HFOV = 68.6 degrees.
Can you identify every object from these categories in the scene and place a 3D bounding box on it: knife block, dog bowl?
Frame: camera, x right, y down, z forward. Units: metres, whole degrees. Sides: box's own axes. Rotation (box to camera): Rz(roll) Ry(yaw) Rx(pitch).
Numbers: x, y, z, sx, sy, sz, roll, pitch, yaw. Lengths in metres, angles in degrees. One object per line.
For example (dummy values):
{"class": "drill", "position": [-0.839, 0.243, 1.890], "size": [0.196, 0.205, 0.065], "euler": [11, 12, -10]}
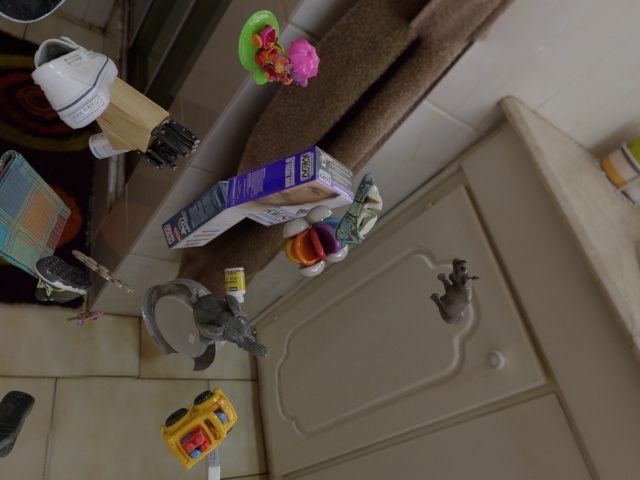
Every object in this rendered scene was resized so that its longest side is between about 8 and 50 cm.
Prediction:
{"class": "knife block", "position": [-0.458, -0.316, 1.221], "size": [0.088, 0.242, 0.276], "euler": [-64, 148, -44]}
{"class": "dog bowl", "position": [-0.477, 0.292, 1.677], "size": [0.349, 0.348, 0.102], "euler": [52, 39, 1]}

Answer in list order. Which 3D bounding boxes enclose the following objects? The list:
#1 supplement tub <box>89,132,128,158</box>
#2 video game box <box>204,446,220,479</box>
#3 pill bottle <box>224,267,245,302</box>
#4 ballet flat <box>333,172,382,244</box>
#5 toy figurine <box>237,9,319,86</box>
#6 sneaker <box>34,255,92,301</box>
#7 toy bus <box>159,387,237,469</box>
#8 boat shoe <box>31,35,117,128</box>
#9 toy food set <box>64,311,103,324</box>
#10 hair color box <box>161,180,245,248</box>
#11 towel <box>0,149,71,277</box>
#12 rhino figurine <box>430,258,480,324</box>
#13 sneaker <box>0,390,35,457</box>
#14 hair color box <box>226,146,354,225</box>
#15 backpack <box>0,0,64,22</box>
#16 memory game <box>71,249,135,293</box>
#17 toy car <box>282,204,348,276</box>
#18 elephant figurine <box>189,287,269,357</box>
{"class": "supplement tub", "position": [-0.605, -0.283, 1.362], "size": [0.071, 0.107, 0.071], "euler": [-12, 90, -82]}
{"class": "video game box", "position": [-0.404, 0.893, 1.745], "size": [0.048, 0.187, 0.205], "euler": [1, 93, -19]}
{"class": "pill bottle", "position": [-0.287, 0.151, 1.581], "size": [0.065, 0.065, 0.116], "euler": [-1, 84, -45]}
{"class": "ballet flat", "position": [0.091, -0.062, 0.950], "size": [0.070, 0.070, 0.188], "euler": [37, 58, -17]}
{"class": "toy figurine", "position": [-0.076, -0.389, 1.026], "size": [0.159, 0.173, 0.130], "euler": [33, 62, 21]}
{"class": "sneaker", "position": [-0.586, 0.105, 1.042], "size": [0.097, 0.235, 0.084], "euler": [-37, 83, -14]}
{"class": "toy bus", "position": [-0.352, 0.566, 1.404], "size": [0.220, 0.211, 0.150], "euler": [-33, 96, -23]}
{"class": "boat shoe", "position": [-0.299, -0.210, 0.567], "size": [0.226, 0.083, 0.076], "euler": [45, -10, 50]}
{"class": "toy food set", "position": [-0.711, 0.236, 1.422], "size": [0.078, 0.122, 0.019], "euler": [-25, 104, -49]}
{"class": "hair color box", "position": [-0.403, -0.089, 1.712], "size": [0.173, 0.347, 0.105], "euler": [-6, 70, -57]}
{"class": "towel", "position": [-0.871, -0.062, 1.394], "size": [0.040, 0.370, 0.272], "euler": [10, 67, 1]}
{"class": "rhino figurine", "position": [0.361, 0.133, 1.244], "size": [0.073, 0.243, 0.106], "euler": [-15, 50, -15]}
{"class": "sneaker", "position": [-0.696, 0.425, 0.994], "size": [0.087, 0.130, 0.227], "euler": [24, 1, -15]}
{"class": "hair color box", "position": [-0.091, -0.146, 1.367], "size": [0.185, 0.338, 0.110], "euler": [24, 59, -49]}
{"class": "backpack", "position": [-0.610, -0.563, 0.887], "size": [0.191, 0.225, 0.253], "euler": [45, 2, 30]}
{"class": "memory game", "position": [-0.561, 0.082, 1.218], "size": [0.186, 0.186, 0.012], "euler": [39, 76, -15]}
{"class": "toy car", "position": [0.000, 0.000, 1.227], "size": [0.182, 0.136, 0.159], "euler": [-30, 101, -22]}
{"class": "elephant figurine", "position": [-0.268, 0.237, 1.361], "size": [0.185, 0.239, 0.170], "euler": [7, 87, -31]}
